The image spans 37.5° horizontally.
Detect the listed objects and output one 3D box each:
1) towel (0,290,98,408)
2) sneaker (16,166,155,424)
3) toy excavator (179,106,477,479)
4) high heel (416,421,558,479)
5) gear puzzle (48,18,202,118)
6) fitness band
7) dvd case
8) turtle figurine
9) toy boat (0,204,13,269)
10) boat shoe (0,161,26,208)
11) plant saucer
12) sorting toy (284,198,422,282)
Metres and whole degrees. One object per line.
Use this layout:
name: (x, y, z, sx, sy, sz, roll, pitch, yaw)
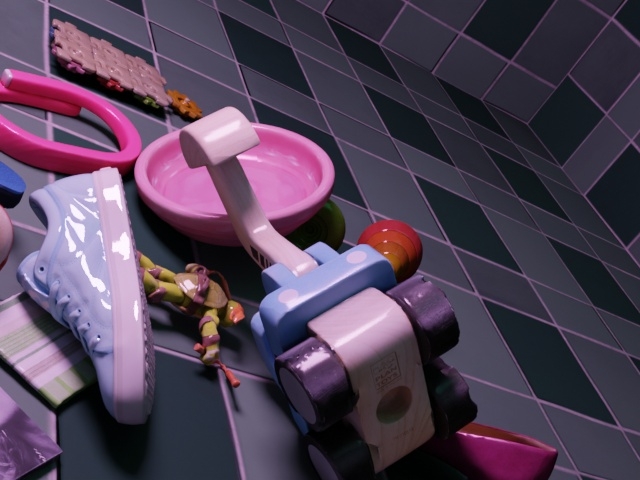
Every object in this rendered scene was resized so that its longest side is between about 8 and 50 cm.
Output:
towel: (-0.342, 0.132, 1.142, 0.152, 0.023, 0.113, 42, 27, 7)
sneaker: (-0.295, 0.074, 1.174, 0.150, 0.135, 0.366, -12, 53, -9)
toy excavator: (-0.030, 0.070, 1.303, 0.222, 0.433, 0.445, -30, 36, -20)
high heel: (0.170, 0.246, 1.406, 0.377, 0.181, 0.127, 42, 25, 13)
gear puzzle: (-0.383, -0.321, 1.875, 0.338, 0.044, 0.175, 23, 26, -33)
fitness band: (-0.430, -0.190, 1.556, 0.290, 0.054, 0.209, 8, 37, -45)
dvd case: (-0.398, 0.178, 0.983, 0.221, 0.018, 0.164, 41, 25, 12)
turtle figurine: (-0.190, 0.084, 1.338, 0.217, 0.087, 0.270, 24, 27, -25)
toy boat: (-0.486, -0.024, 1.108, 0.231, 0.151, 0.151, 42, -19, -25)
boat shoe: (-0.521, -0.098, 1.241, 0.258, 0.089, 0.109, 26, 13, -11)
plant saucer: (-0.143, -0.091, 1.589, 0.332, 0.084, 0.332, 2, 33, -2)
sorting toy: (0.000, 0.000, 1.635, 0.365, 0.127, 0.126, 18, 17, 0)
